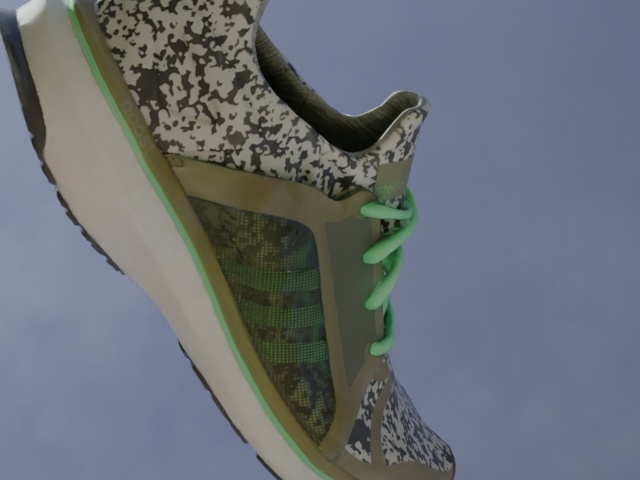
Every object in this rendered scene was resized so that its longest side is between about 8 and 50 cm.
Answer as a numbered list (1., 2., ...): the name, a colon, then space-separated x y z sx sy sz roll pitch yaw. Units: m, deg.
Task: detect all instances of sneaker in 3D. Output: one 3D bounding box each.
1. sneaker: 0.000 0.000 0.904 0.182 0.410 0.158 -30 -147 9
